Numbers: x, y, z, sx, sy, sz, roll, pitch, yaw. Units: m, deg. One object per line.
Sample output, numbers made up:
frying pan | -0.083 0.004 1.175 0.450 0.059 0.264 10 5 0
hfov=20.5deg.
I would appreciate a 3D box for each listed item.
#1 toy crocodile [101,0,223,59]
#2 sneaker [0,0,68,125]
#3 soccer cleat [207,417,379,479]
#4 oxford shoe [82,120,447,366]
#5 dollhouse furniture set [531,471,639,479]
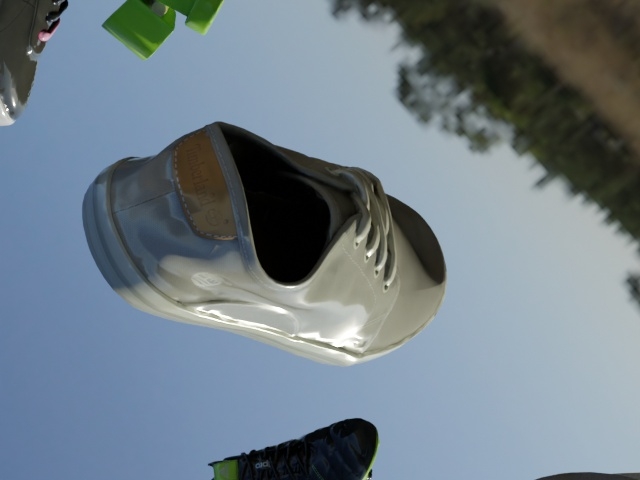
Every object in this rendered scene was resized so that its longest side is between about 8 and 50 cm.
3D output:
toy crocodile | -0.118 -0.324 1.772 0.115 0.340 0.105 27 -154 -5
sneaker | -0.181 -0.215 1.321 0.147 0.295 0.104 8 -157 -4
soccer cleat | -0.033 0.169 1.231 0.072 0.179 0.060 29 -136 -32
oxford shoe | 0.000 0.000 1.374 0.449 0.130 0.169 12 -125 -58
dollhouse furniture set | 0.121 0.118 1.033 0.303 0.356 0.173 154 115 -72
